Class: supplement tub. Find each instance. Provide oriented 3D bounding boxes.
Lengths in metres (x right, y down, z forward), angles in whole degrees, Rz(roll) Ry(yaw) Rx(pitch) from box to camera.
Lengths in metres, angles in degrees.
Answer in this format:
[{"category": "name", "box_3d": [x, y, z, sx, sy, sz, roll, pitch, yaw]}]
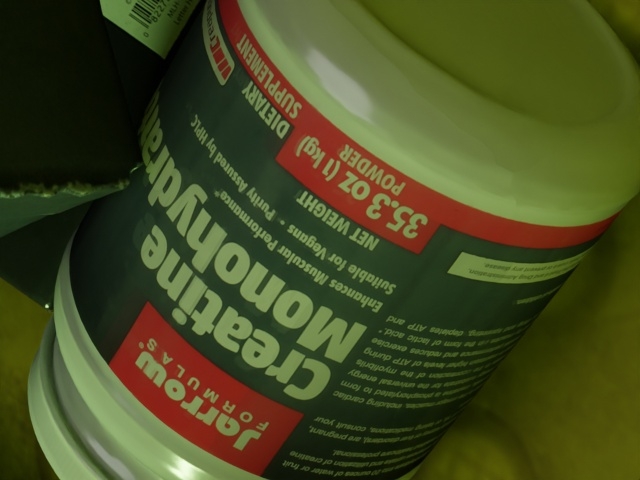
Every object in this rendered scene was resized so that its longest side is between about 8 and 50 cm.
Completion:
[{"category": "supplement tub", "box_3d": [0.000, 0.000, 0.741, 0.191, 0.191, 0.272, 52, 127, 27]}]

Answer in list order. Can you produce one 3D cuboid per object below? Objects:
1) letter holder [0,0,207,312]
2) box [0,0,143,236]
[{"category": "letter holder", "box_3d": [-0.093, -0.154, 0.863, 0.152, 0.214, 0.302, 35, 121, 0]}, {"category": "box", "box_3d": [-0.385, -0.171, 0.733, 0.471, 0.297, 0.480, -22, 80, 34]}]
